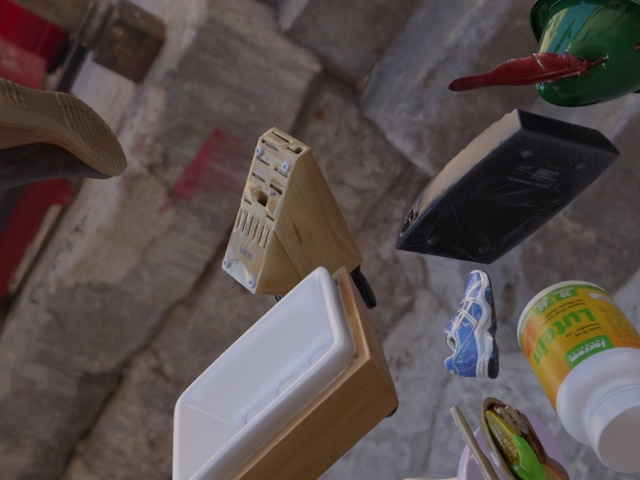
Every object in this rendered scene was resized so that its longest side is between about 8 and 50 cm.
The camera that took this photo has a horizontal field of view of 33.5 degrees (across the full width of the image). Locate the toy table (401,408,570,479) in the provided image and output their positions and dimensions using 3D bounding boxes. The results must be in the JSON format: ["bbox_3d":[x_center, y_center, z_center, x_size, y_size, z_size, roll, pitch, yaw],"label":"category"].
[{"bbox_3d":[0.253,0.396,1.577,0.274,0.252,0.161,-50,-6,-48],"label":"toy table"}]

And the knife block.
[{"bbox_3d":[0.000,0.000,1.439,0.088,0.242,0.275,34,113,45],"label":"knife block"}]

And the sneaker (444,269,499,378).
[{"bbox_3d":[0.237,0.127,1.681,0.081,0.080,0.211,-6,42,14],"label":"sneaker"}]

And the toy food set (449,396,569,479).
[{"bbox_3d":[0.203,0.205,1.026,0.038,0.192,0.132,-37,64,20],"label":"toy food set"}]

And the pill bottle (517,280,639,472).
[{"bbox_3d":[0.339,0.165,1.293,0.136,0.136,0.245,-57,22,20],"label":"pill bottle"}]

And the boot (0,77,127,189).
[{"bbox_3d":[-0.365,-0.090,1.210,0.207,0.248,0.090,-31,63,20],"label":"boot"}]

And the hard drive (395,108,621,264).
[{"bbox_3d":[0.218,-0.061,1.287,0.254,0.172,0.054,-47,44,44],"label":"hard drive"}]

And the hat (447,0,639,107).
[{"bbox_3d":[0.266,-0.155,1.147,0.183,0.209,0.173,-61,-15,-20],"label":"hat"}]

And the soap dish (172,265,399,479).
[{"bbox_3d":[-0.042,0.188,1.237,0.291,0.118,0.229,-44,21,13],"label":"soap dish"}]
